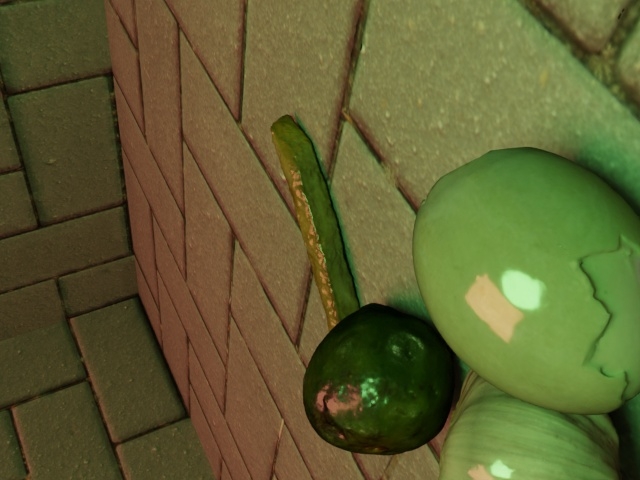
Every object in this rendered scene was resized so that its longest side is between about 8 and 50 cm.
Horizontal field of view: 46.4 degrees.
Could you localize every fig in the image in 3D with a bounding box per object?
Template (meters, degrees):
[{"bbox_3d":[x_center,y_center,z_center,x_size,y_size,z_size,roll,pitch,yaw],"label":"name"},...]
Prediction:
[{"bbox_3d":[0.070,0.159,0.965,0.245,0.195,0.195,-97,8,-45],"label":"fig"}]

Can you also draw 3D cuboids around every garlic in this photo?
[{"bbox_3d":[0.228,0.235,0.667,0.253,0.245,0.245,14,128,22],"label":"garlic"}]

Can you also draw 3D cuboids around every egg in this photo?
[{"bbox_3d":[0.177,0.038,0.598,0.183,0.183,0.217,108,146,-56],"label":"egg"}]

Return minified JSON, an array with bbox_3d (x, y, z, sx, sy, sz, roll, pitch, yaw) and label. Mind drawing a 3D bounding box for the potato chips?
[{"bbox_3d":[0.000,0.000,1.165,0.080,0.057,0.407,-2,105,64],"label":"potato chips"}]
